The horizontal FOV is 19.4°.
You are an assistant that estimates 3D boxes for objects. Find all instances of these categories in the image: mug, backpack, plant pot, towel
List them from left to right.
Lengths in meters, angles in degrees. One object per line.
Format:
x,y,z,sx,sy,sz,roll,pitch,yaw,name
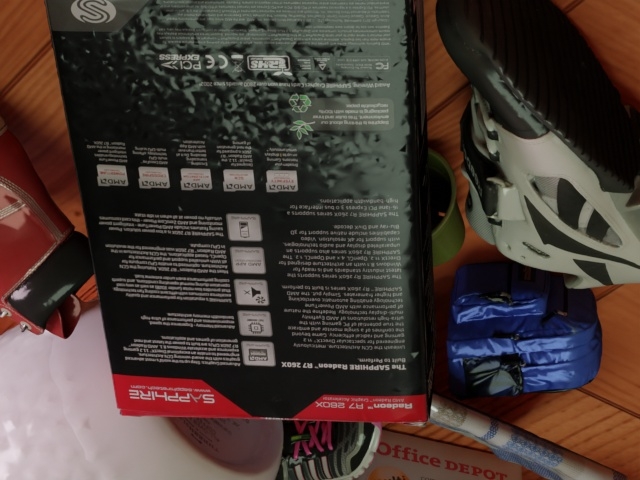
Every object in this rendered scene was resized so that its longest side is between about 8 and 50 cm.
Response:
-0.234,0.162,1.522,0.328,0.276,0.374,-36,100,26,mug
0.072,-0.018,1.386,0.083,0.083,0.079,-10,155,18,plant pot
0.097,0.142,1.538,0.285,0.034,0.209,25,177,-24,towel
0.161,0.069,1.472,0.120,0.098,0.101,0,124,8,backpack

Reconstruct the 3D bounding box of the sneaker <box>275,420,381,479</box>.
-0.011,0.183,1.671,0.075,0.063,0.170,17,147,-28,sneaker

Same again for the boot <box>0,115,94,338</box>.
-0.277,0.026,1.401,0.244,0.088,0.176,-29,105,34,boot

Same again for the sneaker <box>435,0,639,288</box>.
0.145,-0.052,1.283,0.146,0.122,0.330,-21,137,27,sneaker

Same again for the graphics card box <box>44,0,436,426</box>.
-0.043,-0.040,1.256,0.233,0.094,0.371,1,129,9,graphics card box

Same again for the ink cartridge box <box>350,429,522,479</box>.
0.079,0.318,1.707,0.171,0.232,0.168,15,141,-15,ink cartridge box
